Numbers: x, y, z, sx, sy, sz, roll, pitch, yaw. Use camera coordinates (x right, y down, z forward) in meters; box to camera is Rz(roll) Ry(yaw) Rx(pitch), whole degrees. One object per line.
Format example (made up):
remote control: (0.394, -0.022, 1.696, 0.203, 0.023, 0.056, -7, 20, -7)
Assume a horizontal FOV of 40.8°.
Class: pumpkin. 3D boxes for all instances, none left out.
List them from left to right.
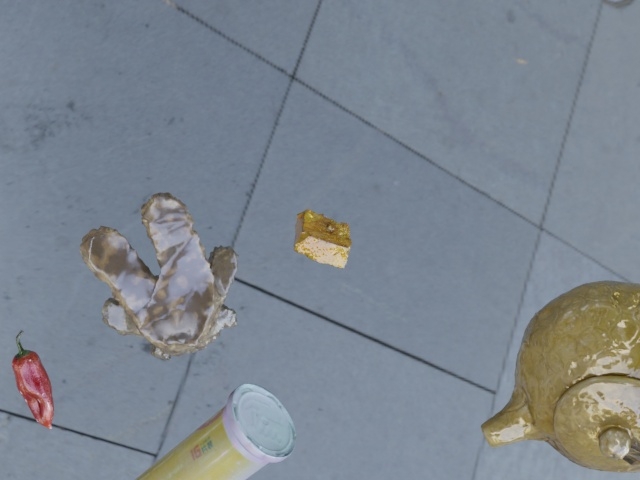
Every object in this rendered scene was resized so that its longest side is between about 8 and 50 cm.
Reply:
pumpkin: (0.000, 0.000, 1.229, 0.083, 0.054, 0.074, 21, 32, -11)

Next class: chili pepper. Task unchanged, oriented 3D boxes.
chili pepper: (-0.513, 0.252, 1.530, 0.050, 0.059, 0.191, -50, 128, -68)

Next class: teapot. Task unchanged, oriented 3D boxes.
teapot: (0.308, 0.153, 0.863, 0.203, 0.311, 0.167, 59, 30, -20)

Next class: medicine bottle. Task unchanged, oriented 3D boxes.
medicine bottle: (-0.216, 0.351, 1.175, 0.108, 0.426, 0.108, 38, 27, -24)

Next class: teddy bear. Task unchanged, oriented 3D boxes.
teddy bear: (-0.252, 0.068, 1.424, 0.246, 0.222, 0.296, -30, 106, -10)
